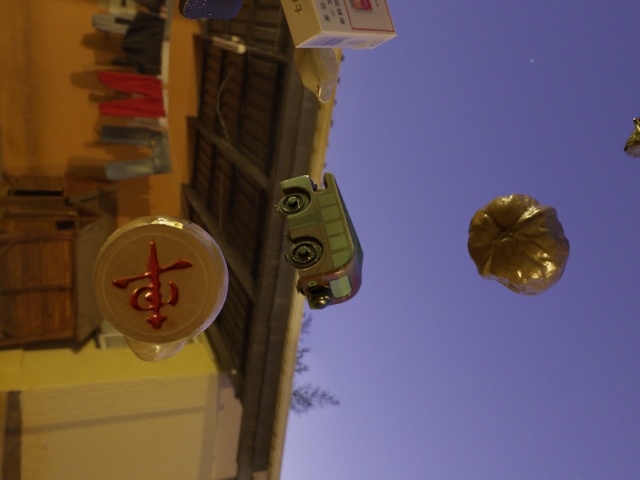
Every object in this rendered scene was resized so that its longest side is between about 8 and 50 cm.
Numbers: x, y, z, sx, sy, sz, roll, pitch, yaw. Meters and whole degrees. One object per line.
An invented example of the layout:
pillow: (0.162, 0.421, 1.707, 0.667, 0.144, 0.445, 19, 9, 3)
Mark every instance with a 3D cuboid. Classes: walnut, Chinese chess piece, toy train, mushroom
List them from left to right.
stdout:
mushroom: (-0.349, 0.188, 1.266, 0.112, 0.148, 0.148, 26, -66, 48)
Chinese chess piece: (-0.301, 0.076, 1.124, 0.097, 0.250, 0.251, -130, -137, -81)
toy train: (0.000, 0.000, 1.252, 0.129, 0.159, 0.326, 71, 4, -48)
walnut: (0.543, 0.008, 1.647, 0.282, 0.277, 0.253, 22, -94, 24)

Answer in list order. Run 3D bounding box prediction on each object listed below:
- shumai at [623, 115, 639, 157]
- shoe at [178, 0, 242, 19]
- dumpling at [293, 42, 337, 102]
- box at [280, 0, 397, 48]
shumai: (0.703, -0.229, 1.252, 0.123, 0.098, 0.087, -14, -114, 59)
shoe: (-0.348, -0.748, 1.834, 0.093, 0.241, 0.108, 46, -47, 18)
dumpling: (-0.010, -0.581, 1.972, 0.132, 0.162, 0.250, -11, -78, 44)
box: (0.042, -0.584, 1.453, 0.095, 0.330, 0.210, -15, -86, 42)
